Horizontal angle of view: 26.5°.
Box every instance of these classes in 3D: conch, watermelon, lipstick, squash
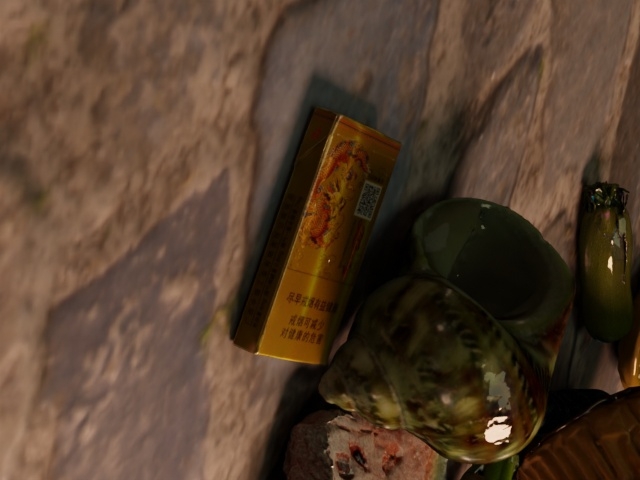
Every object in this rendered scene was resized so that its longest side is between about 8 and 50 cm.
[{"bbox_3d":[0.087,0.066,0.928,0.181,0.187,0.124,7,140,-44],"label":"conch"},{"bbox_3d":[0.019,0.164,0.940,0.139,0.071,0.187,60,43,-30],"label":"watermelon"},{"bbox_3d":[0.197,0.156,1.222,0.234,0.053,0.054,12,97,-53],"label":"lipstick"},{"bbox_3d":[0.261,0.025,1.235,0.052,0.052,0.183,-44,140,-35],"label":"squash"}]

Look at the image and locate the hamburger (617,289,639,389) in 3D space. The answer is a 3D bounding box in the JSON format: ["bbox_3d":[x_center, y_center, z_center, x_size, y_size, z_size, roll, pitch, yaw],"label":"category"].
[{"bbox_3d":[0.374,0.101,1.385,0.162,0.115,0.162,-31,130,-47],"label":"hamburger"}]

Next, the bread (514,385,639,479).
[{"bbox_3d":[0.274,0.223,1.238,0.199,0.104,0.199,-22,150,-14],"label":"bread"}]

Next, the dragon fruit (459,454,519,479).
[{"bbox_3d":[0.123,0.261,1.098,0.137,0.135,0.236,38,54,-58],"label":"dragon fruit"}]

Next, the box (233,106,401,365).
[{"bbox_3d":[0.000,0.000,0.855,0.089,0.022,0.156,14,95,-59],"label":"box"}]
